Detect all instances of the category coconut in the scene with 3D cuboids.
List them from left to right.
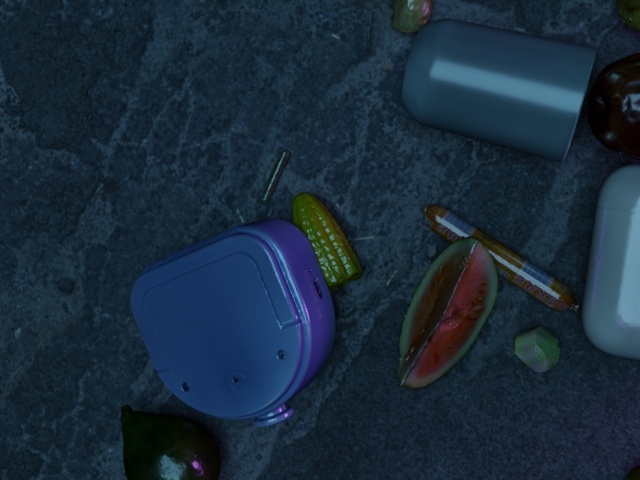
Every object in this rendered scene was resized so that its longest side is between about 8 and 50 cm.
[{"bbox_3d":[0.408,0.204,1.661,0.081,0.082,0.083,-20,46,35],"label":"coconut"}]

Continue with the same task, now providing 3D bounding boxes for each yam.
[{"bbox_3d":[-0.092,-0.124,1.766,0.021,0.021,0.116,27,98,8],"label":"yam"}]

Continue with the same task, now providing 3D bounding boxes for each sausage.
[{"bbox_3d":[0.334,0.033,1.677,0.347,0.053,0.053,33,98,7],"label":"sausage"}]

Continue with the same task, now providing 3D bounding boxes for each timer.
[{"bbox_3d":[-0.148,0.168,1.705,0.395,0.173,0.395,5,102,24],"label":"timer"}]

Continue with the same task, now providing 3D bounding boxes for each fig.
[{"bbox_3d":[-0.314,0.426,1.750,0.245,0.195,0.195,41,99,-3],"label":"fig"}]

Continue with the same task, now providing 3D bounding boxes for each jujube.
[{"bbox_3d":[0.621,-0.234,1.515,0.318,0.223,0.223,-4,92,-7],"label":"jujube"}]

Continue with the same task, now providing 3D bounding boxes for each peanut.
[{"bbox_3d":[0.173,-0.495,1.663,0.099,0.099,0.214,10,95,10],"label":"peanut"}]

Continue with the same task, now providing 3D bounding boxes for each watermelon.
[{"bbox_3d":[0.221,0.122,1.671,0.128,0.159,0.303,34,102,37],"label":"watermelon"}]

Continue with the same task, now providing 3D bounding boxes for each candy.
[{"bbox_3d":[0.000,0.000,1.716,0.094,0.106,0.199,-27,84,-6],"label":"candy"}]

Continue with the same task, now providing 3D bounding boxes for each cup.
[{"bbox_3d":[0.312,-0.275,1.590,0.312,0.205,0.206,16,96,10],"label":"cup"}]

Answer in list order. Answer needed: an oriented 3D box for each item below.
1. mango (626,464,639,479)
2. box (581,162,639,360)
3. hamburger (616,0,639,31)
[{"bbox_3d":[0.667,0.453,1.591,0.236,0.166,0.136,-5,48,30],"label":"mango"},{"bbox_3d":[0.622,0.046,1.580,0.288,0.141,0.349,8,94,11],"label":"box"},{"bbox_3d":[0.607,-0.475,1.566,0.183,0.130,0.206,-13,93,13],"label":"hamburger"}]
